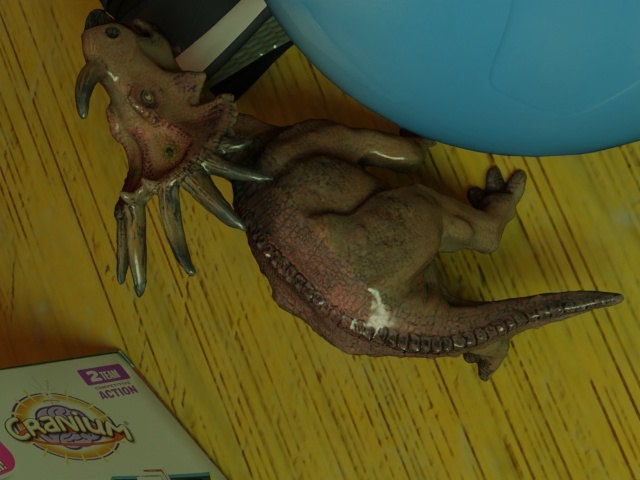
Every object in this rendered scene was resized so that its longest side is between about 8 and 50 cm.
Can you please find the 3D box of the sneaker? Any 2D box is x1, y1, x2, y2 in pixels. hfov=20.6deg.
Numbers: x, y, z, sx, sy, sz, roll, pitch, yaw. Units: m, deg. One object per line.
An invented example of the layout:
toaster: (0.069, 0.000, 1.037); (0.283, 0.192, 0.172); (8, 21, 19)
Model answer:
sneaker: (-0.053, -0.188, 1.032); (0.226, 0.086, 0.163); (-34, 75, 33)

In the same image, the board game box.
board game box: (-0.119, 0.201, 0.998); (0.316, 0.242, 0.064); (47, 118, 26)

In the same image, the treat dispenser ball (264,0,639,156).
treat dispenser ball: (0.099, -0.181, 0.799); (0.288, 0.288, 0.288); (1, 92, 36)

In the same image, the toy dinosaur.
toy dinosaur: (0.000, 0.000, 0.930); (0.296, 0.200, 0.127); (33, 110, 30)
